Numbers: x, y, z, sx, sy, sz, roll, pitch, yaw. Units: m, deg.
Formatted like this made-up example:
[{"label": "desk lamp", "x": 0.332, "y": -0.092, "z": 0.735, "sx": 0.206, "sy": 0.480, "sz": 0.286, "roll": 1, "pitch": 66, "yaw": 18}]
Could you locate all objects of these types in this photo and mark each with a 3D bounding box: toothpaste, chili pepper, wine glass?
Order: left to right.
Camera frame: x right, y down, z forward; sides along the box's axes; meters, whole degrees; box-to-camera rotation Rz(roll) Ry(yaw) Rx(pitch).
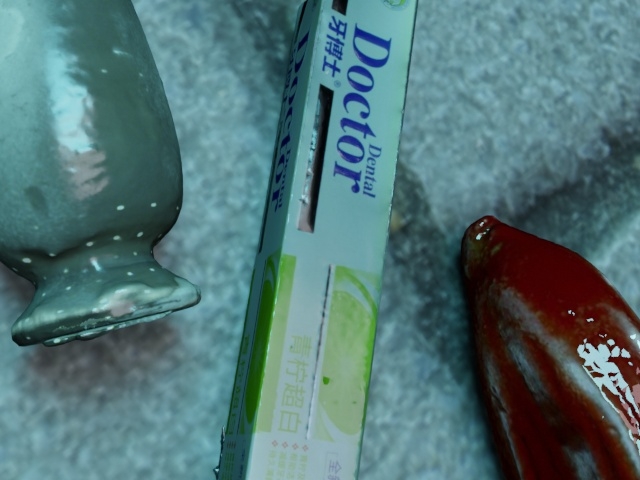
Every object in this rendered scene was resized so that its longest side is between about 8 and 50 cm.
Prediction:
[{"label": "wine glass", "x": -0.130, "y": -0.050, "z": 0.435, "sx": 0.111, "sy": 0.111, "sz": 0.205, "roll": -13, "pitch": 85, "yaw": -24}, {"label": "toothpaste", "x": 0.000, "y": 0.000, "z": 0.495, "sx": 0.067, "sy": 0.081, "sz": 0.337, "roll": 12, "pitch": 74, "yaw": -15}, {"label": "chili pepper", "x": 0.154, "y": 0.096, "z": 0.505, "sx": 0.136, "sy": 0.144, "sz": 0.253, "roll": -26, "pitch": 81, "yaw": 13}]
